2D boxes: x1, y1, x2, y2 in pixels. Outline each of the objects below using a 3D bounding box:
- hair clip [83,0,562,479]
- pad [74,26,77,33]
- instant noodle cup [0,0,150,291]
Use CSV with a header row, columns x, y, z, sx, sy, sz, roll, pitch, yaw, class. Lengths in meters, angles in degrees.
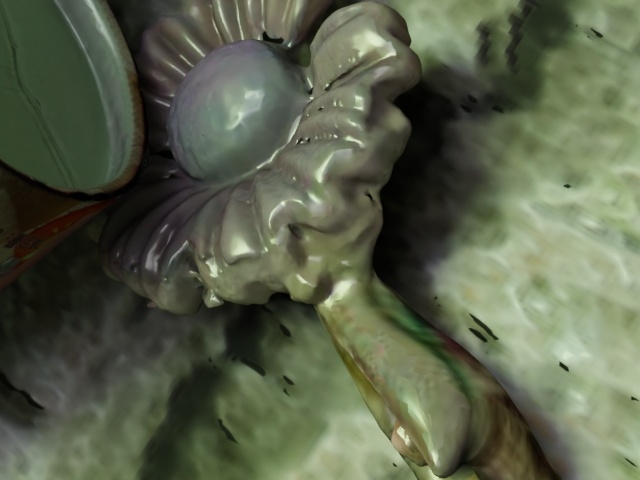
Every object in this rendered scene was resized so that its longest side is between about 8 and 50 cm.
x,y,z,sx,sy,sz,roll,pitch,yaw,class
-0.002,0.000,0.626,0.173,0.069,0.300,-42,62,12,hair clip
-0.156,-0.177,0.719,0.170,0.006,0.245,39,123,27,pad
-0.218,-0.040,0.632,0.231,0.243,0.243,-31,64,21,instant noodle cup
